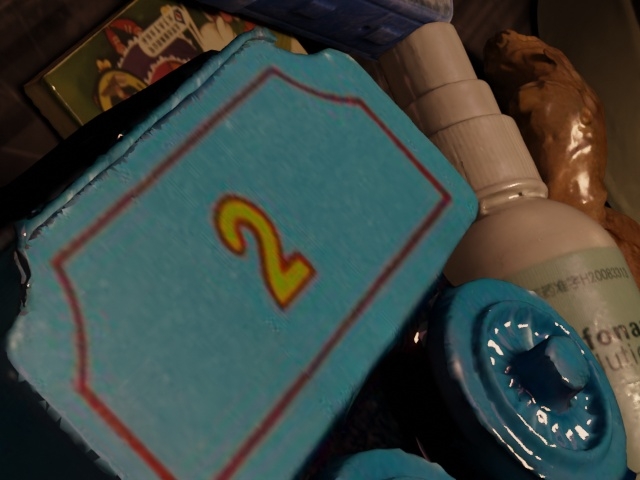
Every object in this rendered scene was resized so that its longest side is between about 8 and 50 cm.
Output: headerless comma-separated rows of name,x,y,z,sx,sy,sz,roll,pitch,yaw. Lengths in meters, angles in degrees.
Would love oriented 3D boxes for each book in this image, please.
book,0.000,0.000,1.050,0.322,0.018,0.228,50,32,-9

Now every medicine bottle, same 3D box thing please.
medicine bottle,0.115,0.048,1.038,0.110,0.110,0.352,0,62,-54

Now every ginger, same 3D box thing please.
ginger,0.167,-0.016,1.228,0.122,0.084,0.290,7,55,-43

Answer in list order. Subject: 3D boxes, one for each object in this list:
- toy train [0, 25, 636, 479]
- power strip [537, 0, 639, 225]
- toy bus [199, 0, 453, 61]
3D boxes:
toy train,-0.034,0.075,0.788,0.265,0.188,0.300,47,35,-5
power strip,0.313,-0.114,1.443,0.357,0.161,0.357,34,38,-31
toy bus,-0.021,-0.167,1.084,0.236,0.079,0.094,13,52,-49
